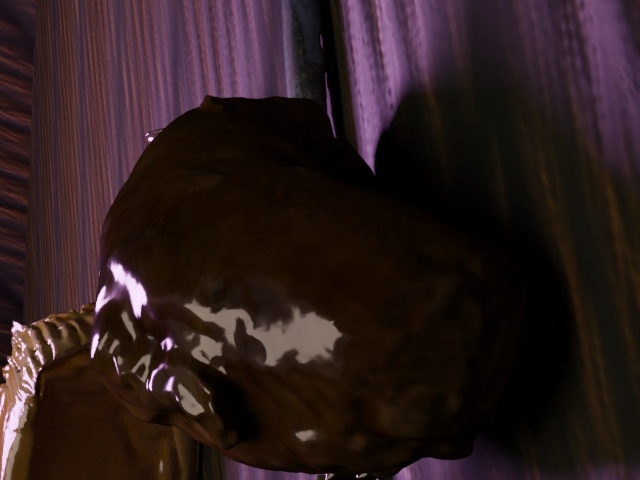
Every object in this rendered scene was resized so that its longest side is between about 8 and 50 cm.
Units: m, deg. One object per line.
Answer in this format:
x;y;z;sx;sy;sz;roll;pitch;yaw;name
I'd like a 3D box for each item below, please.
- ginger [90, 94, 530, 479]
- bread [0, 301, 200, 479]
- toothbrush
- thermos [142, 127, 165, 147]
-0.019;0.031;0.738;0.165;0.172;0.321;52;178;-26;ginger
-0.202;0.181;1.402;0.133;0.179;0.250;-122;34;-71;bread
0.000;0.000;0.901;0.035;0.042;0.413;123;145;-65;toothbrush
-0.099;0.012;1.177;0.137;0.105;0.193;30;-121;-71;thermos
